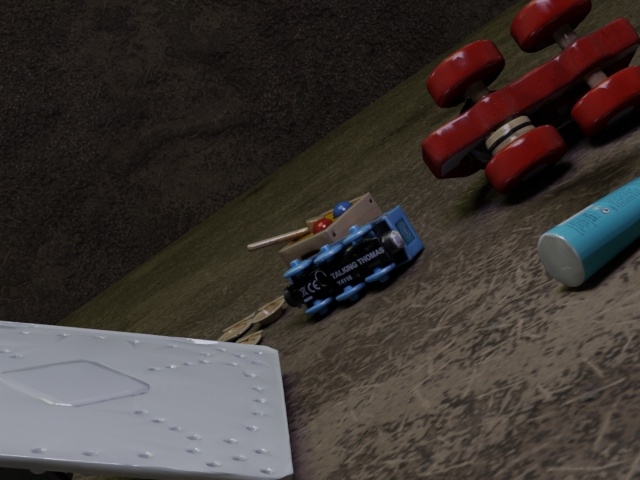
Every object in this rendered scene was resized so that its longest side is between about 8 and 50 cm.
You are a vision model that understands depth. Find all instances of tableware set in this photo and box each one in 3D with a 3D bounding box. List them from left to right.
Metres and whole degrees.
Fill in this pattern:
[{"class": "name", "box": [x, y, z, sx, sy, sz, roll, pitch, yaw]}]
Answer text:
[{"class": "tableware set", "box": [-0.116, 0.133, 1.449, 0.141, 0.020, 0.168, -27, 12, 34]}]

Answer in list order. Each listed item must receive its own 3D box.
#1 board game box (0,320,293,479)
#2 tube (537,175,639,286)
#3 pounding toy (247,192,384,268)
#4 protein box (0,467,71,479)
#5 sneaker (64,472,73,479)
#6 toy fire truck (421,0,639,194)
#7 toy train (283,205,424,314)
[{"class": "board game box", "box": [-0.229, 0.153, 0.977, 0.390, 0.050, 0.390, 5, 9, -5]}, {"class": "tube", "box": [0.280, -0.034, 0.922, 0.207, 0.052, 0.080, -32, 13, -23]}, {"class": "pounding toy", "box": [0.000, 0.000, 1.478, 0.141, 0.100, 0.130, -23, 14, 47]}, {"class": "protein box", "box": [-0.364, 0.303, 1.006, 0.200, 0.136, 0.201, -40, 4, 36]}, {"class": "sneaker", "box": [-0.394, 0.335, 1.221, 0.272, 0.100, 0.108, -38, -14, -5]}, {"class": "toy fire truck", "box": [0.268, -0.165, 1.337, 0.302, 0.169, 0.254, -33, -14, 1]}, {"class": "toy train", "box": [0.036, 0.029, 1.311, 0.184, 0.080, 0.105, -30, 1, 31]}]
